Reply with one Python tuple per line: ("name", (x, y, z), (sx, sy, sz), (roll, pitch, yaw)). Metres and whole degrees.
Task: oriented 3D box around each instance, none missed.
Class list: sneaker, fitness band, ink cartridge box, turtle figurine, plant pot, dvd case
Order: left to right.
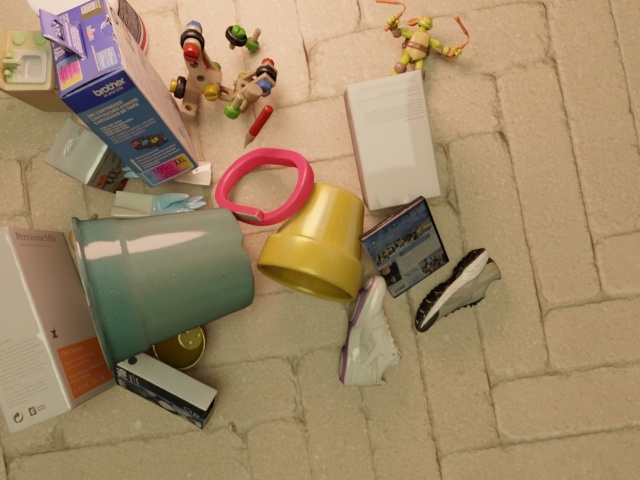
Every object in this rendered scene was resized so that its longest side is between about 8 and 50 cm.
("ink cartridge box", (-0.586, -0.211, 1.179), (0.127, 0.176, 0.128), (28, 89, 3))
("ink cartridge box", (-0.456, -0.346, 1.036), (0.151, 0.395, 0.270), (-25, 61, -2))
("ink cartridge box", (-0.425, 0.360, 1.159), (0.332, 0.165, 0.065), (27, 51, 5))
("plant pot", (-0.350, 0.077, 1.050), (0.333, 0.341, 0.342), (-15, 87, -23))
("plant pot", (-0.355, 0.261, 1.191), (0.134, 0.095, 0.134), (0, 88, 3))
("fitness band", (-0.143, -0.138, 1.138), (0.290, 0.054, 0.209), (16, 67, 40))
("plant pot", (0.000, 0.000, 1.127), (0.253, 0.254, 0.239), (18, 72, 3))
("sneaker", (0.140, 0.235, 1.162), (0.152, 0.114, 0.305), (10, 105, -4))
("dvd case", (0.215, 0.025, 1.128), (0.180, 0.253, 0.022), (-34, 42, 0))
("turtle figurine", (0.239, -0.503, 1.199), (0.269, 0.087, 0.218), (18, 99, -12))
("sneaker", (0.353, 0.144, 1.167), (0.271, 0.100, 0.108), (-44, 92, 0))

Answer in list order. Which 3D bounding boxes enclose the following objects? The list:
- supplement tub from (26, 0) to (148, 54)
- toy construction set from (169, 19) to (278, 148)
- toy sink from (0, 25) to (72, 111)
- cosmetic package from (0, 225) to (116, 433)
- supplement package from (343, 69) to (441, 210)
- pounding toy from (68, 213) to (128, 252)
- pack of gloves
("supplement tub", (-0.575, -0.562, 1.144), (0.191, 0.272, 0.191), (0, 88, 2))
("toy construction set", (-0.251, -0.371, 1.174), (0.237, 0.257, 0.309), (-44, 64, 43))
("toy sink", (-0.720, -0.441, 1.166), (0.131, 0.234, 0.153), (1, 87, 3))
("cosmetic package", (-0.708, 0.207, 1.143), (0.161, 0.230, 0.454), (-22, 88, 1))
("supplement package", (0.170, -0.240, 1.122), (0.177, 0.175, 0.293), (-11, 100, 2))
("pounding toy", (-0.515, 0.010, 1.178), (0.269, 0.155, 0.154), (-18, 83, 2))
("pack of gloves", (-0.405, -0.145, 1.171), (0.231, 0.046, 0.195), (2, 60, -10))
